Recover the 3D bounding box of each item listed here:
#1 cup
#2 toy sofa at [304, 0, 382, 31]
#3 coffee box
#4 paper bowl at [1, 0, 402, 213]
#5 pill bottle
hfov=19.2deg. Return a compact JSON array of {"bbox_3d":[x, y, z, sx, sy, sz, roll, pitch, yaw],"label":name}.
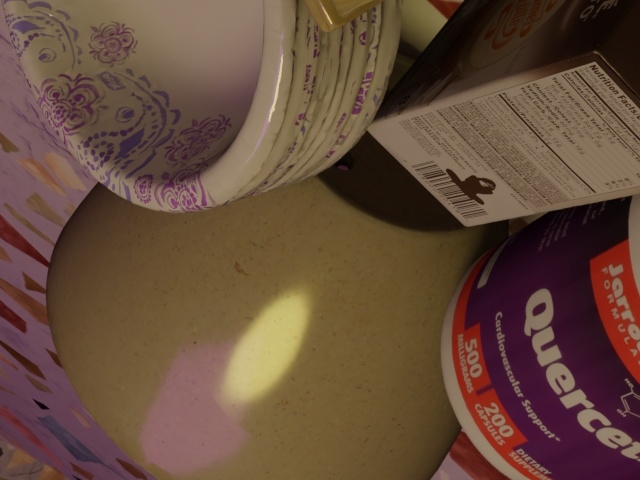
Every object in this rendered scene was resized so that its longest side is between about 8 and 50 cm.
[{"bbox_3d":[0.000,0.000,1.328,0.331,0.331,0.237,36,134,3],"label":"cup"},{"bbox_3d":[0.122,-0.210,0.866,0.362,0.177,0.150,3,125,58],"label":"toy sofa"},{"bbox_3d":[0.150,-0.098,1.054,0.098,0.141,0.246,44,157,-16],"label":"coffee box"},{"bbox_3d":[-0.062,-0.168,1.139,0.284,0.148,0.284,23,122,44],"label":"paper bowl"},{"bbox_3d":[0.216,0.037,1.111,0.181,0.181,0.323,40,149,-7],"label":"pill bottle"}]
